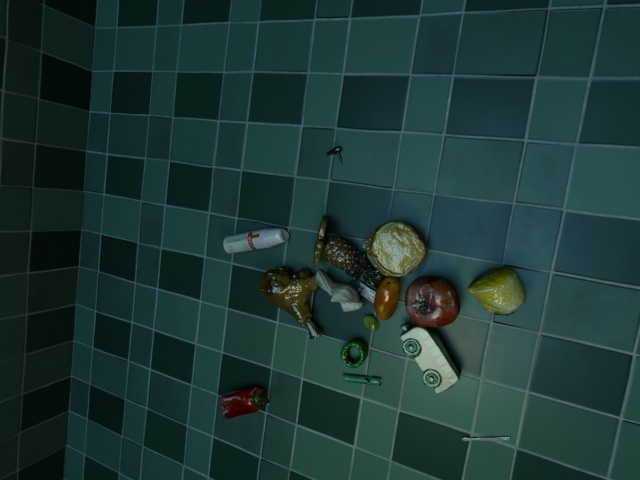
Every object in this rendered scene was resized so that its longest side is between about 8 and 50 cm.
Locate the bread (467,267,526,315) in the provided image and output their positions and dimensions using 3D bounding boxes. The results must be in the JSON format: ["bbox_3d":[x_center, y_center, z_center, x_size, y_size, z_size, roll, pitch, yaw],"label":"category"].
[{"bbox_3d":[0.700,0.198,1.663,0.197,0.197,0.171,-33,87,22],"label":"bread"}]

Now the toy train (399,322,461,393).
[{"bbox_3d":[0.468,0.487,1.806,0.159,0.129,0.326,-36,79,17],"label":"toy train"}]

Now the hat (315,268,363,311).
[{"bbox_3d":[0.089,0.218,1.948,0.164,0.219,0.226,-22,66,8],"label":"hat"}]

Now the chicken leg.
[{"bbox_3d":[-0.095,0.276,2.034,0.295,0.182,0.409,-36,82,4],"label":"chicken leg"}]

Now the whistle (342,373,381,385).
[{"bbox_3d":[0.194,0.657,1.984,0.186,0.039,0.039,-2,92,24],"label":"whistle"}]

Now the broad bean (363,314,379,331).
[{"bbox_3d":[0.234,0.382,1.949,0.083,0.045,0.063,48,121,22],"label":"broad bean"}]

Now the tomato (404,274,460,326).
[{"bbox_3d":[0.469,0.253,1.761,0.232,0.188,0.232,-6,80,37],"label":"tomato"}]

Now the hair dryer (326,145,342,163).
[{"bbox_3d":[0.074,-0.397,1.986,0.079,0.031,0.083,-21,93,34],"label":"hair dryer"}]

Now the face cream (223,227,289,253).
[{"bbox_3d":[-0.330,-0.002,2.141,0.345,0.102,0.102,-10,89,25],"label":"face cream"}]

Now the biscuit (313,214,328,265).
[{"bbox_3d":[-0.003,-0.001,1.963,0.035,0.184,0.249,12,87,0],"label":"biscuit"}]

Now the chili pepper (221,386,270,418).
[{"bbox_3d":[-0.355,0.826,2.181,0.338,0.131,0.135,-26,58,26],"label":"chili pepper"}]

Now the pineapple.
[{"bbox_3d":[0.152,0.109,1.927,0.310,0.141,0.170,34,105,10],"label":"pineapple"}]

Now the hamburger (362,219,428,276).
[{"bbox_3d":[0.321,0.039,1.820,0.285,0.146,0.243,3,79,10],"label":"hamburger"}]

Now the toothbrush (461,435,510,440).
[{"bbox_3d":[0.700,0.840,1.782,0.194,0.017,0.014,-13,87,24],"label":"toothbrush"}]

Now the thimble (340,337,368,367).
[{"bbox_3d":[0.159,0.526,1.963,0.130,0.090,0.118,-38,80,21],"label":"thimble"}]

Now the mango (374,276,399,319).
[{"bbox_3d":[0.293,0.260,1.866,0.102,0.141,0.217,11,117,14],"label":"mango"}]

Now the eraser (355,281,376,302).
[{"bbox_3d":[0.224,0.244,1.951,0.122,0.029,0.052,32,105,18],"label":"eraser"}]
